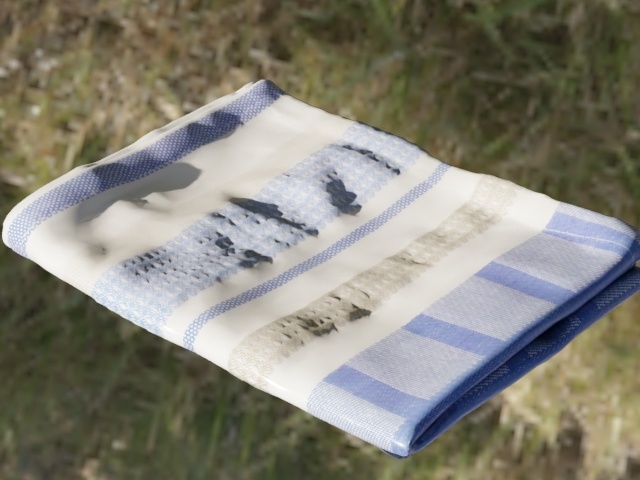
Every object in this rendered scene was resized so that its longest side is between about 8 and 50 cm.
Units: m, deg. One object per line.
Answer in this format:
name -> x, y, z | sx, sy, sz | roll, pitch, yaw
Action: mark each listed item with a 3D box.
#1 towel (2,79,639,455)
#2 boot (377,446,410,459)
towel -> 0.000, 0.000, 0.920 | 0.285, 0.034, 0.209 | 25, -139, 36
boot -> -0.003, 0.086, 1.088 | 0.114, 0.037, 0.106 | 12, 150, 49
